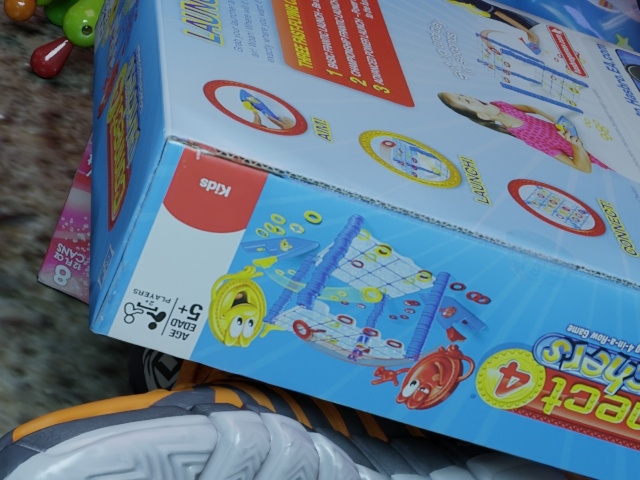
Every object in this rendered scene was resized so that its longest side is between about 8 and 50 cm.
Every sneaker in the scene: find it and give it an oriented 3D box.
[{"bbox_3d":[-0.050,0.091,0.787,0.180,0.125,0.321,36,14,37],"label":"sneaker"}]

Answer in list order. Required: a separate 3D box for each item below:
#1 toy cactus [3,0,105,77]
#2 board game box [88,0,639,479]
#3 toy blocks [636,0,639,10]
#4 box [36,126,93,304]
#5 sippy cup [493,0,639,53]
[{"bbox_3d":[-0.121,-0.199,1.288,0.112,0.180,0.219,43,26,-8],"label":"toy cactus"},{"bbox_3d":[0.054,-0.028,0.840,0.302,0.086,0.308,18,24,-14],"label":"board game box"},{"bbox_3d":[0.272,-0.065,1.149,0.190,0.381,0.261,-16,2,2],"label":"toy blocks"},{"bbox_3d":[0.000,0.000,1.000,0.256,0.128,0.123,24,23,1],"label":"box"},{"bbox_3d":[0.195,-0.120,1.378,0.305,0.240,0.224,14,24,37],"label":"sippy cup"}]
